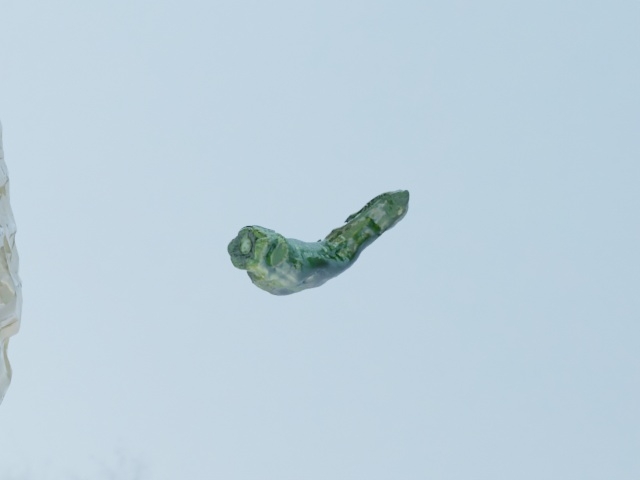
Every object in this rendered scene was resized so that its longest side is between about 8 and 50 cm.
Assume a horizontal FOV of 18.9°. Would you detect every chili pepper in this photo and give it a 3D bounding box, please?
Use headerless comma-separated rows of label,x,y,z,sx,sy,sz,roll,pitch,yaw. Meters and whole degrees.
chili pepper,0.001,0.007,1.049,0.035,0.118,0.055,52,-40,29

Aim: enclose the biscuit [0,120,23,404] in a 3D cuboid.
biscuit,-0.130,-0.137,0.256,0.078,0.426,0.144,-16,-132,-2
